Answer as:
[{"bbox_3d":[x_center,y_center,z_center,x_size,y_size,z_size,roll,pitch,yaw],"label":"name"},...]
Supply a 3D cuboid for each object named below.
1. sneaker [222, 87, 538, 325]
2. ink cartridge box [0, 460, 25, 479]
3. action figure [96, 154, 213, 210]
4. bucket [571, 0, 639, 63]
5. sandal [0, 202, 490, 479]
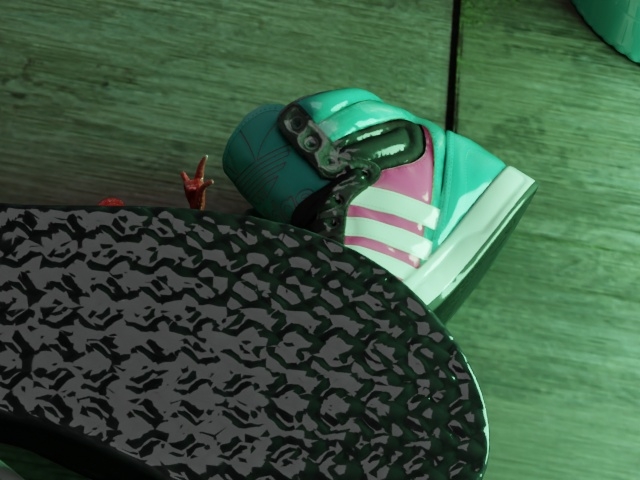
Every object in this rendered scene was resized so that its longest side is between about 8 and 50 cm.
[{"bbox_3d":[0.000,0.000,1.180,0.178,0.124,0.295,35,44,11],"label":"sneaker"},{"bbox_3d":[-0.284,0.142,1.029,0.203,0.086,0.148,35,52,16],"label":"ink cartridge box"},{"bbox_3d":[-0.104,0.062,1.107,0.091,0.139,0.280,-3,49,-16],"label":"action figure"},{"bbox_3d":[0.322,-0.262,1.431,0.281,0.183,0.281,6,49,-7],"label":"bucket"},{"bbox_3d":[-0.127,0.062,1.016,0.446,0.107,0.167,12,67,2],"label":"sandal"}]
